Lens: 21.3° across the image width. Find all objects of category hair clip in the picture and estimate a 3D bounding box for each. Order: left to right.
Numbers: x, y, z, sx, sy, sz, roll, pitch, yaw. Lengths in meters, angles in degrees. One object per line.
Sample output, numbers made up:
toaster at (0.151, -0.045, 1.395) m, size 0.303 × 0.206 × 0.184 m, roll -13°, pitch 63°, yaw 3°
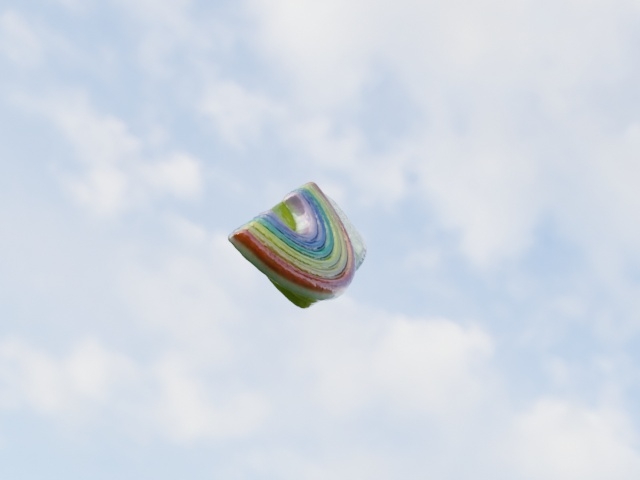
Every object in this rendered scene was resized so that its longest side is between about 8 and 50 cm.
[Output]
hair clip at (0.000, 0.000, 0.922) m, size 0.060 × 0.033 × 0.188 m, roll 51°, pitch 16°, yaw 1°
